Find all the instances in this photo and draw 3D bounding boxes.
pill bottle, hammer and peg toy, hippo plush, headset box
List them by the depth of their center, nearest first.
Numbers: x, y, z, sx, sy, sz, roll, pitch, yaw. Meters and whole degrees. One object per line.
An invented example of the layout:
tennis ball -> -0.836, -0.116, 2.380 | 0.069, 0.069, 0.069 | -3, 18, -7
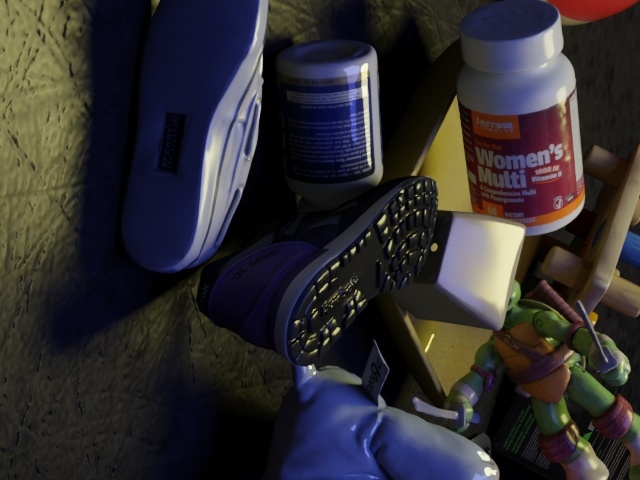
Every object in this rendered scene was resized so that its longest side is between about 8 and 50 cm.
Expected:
hippo plush -> 0.011, 0.254, 1.344 | 0.236, 0.234, 0.294 | -56, 156, -24
pill bottle -> 0.010, -0.094, 1.388 | 0.094, 0.094, 0.169 | -35, 128, -52
pill bottle -> 0.203, -0.125, 1.529 | 0.121, 0.121, 0.221 | -48, 137, -44
hammer and peg toy -> 0.341, -0.005, 1.862 | 0.361, 0.127, 0.266 | -62, 178, -39
headset box -> 0.387, 0.299, 1.985 | 0.131, 0.283, 0.246 | -61, 149, -8

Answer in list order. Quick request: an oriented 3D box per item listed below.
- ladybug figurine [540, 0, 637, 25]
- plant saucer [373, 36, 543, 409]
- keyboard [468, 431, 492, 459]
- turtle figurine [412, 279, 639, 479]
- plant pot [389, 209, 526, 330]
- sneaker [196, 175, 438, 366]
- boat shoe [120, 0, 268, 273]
ladybug figurine -> 0.339, -0.411, 1.807 | 0.449, 0.162, 0.305 | -6, 103, -60
plant saucer -> 0.137, -0.020, 1.648 | 0.333, 0.081, 0.333 | -62, 145, -29
keyboard -> 0.137, 0.369, 1.811 | 0.317, 0.033, 0.201 | -22, 117, -56
turtle figurine -> 0.236, 0.177, 1.572 | 0.266, 0.198, 0.274 | 50, 4, -13
plant pot -> 0.119, 0.018, 1.450 | 0.096, 0.109, 0.109 | 25, 77, -48
sneaker -> 0.000, 0.000, 1.306 | 0.283, 0.124, 0.107 | -34, 135, -51
boat shoe -> -0.089, -0.104, 1.214 | 0.088, 0.096, 0.267 | 0, 100, -67
